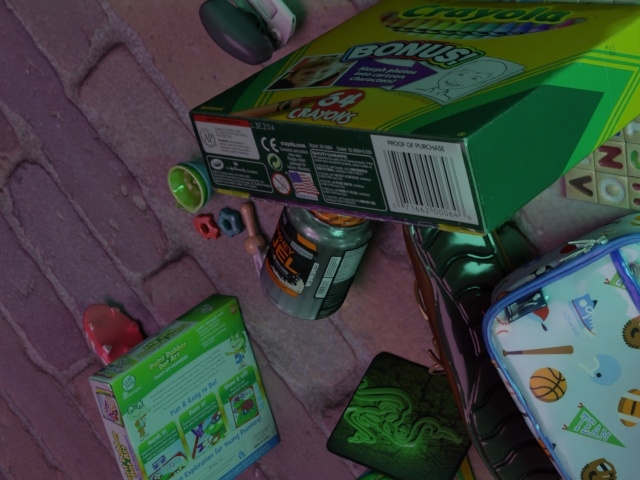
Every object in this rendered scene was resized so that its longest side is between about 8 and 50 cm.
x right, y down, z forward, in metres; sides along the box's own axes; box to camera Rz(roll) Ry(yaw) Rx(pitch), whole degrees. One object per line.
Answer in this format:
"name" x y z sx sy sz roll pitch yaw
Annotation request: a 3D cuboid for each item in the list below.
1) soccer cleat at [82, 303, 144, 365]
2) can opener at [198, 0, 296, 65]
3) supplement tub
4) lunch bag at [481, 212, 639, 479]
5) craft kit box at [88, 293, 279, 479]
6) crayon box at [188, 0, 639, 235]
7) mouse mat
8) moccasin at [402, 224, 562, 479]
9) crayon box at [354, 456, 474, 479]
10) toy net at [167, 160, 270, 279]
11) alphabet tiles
"soccer cleat" -0.282 0.204 2.316 0.248 0.083 0.095 45 143 8
"can opener" -0.139 -0.332 1.798 0.283 0.095 0.076 50 139 5
"supplement tub" 0.000 0.000 1.873 0.117 0.117 0.190 39 137 18
"lunch bag" 0.326 0.128 1.599 0.243 0.115 0.303 -27 99 20
"craft kit box" -0.185 0.240 2.112 0.061 0.250 0.247 10 122 42
"crayon box" 0.106 -0.140 1.510 0.363 0.313 0.106 10 126 43
"mouse mat" 0.112 0.229 1.908 0.189 0.153 0.007 17 158 37
"moccasin" 0.187 0.116 1.755 0.380 0.139 0.147 63 180 -4
"crayon box" 0.093 0.379 1.914 0.081 0.278 0.165 0 115 43
"toy net" -0.122 -0.006 2.041 0.232 0.045 0.122 45 139 11
"alphabet tiles" 0.298 -0.142 1.572 0.198 0.009 0.237 12 124 38
